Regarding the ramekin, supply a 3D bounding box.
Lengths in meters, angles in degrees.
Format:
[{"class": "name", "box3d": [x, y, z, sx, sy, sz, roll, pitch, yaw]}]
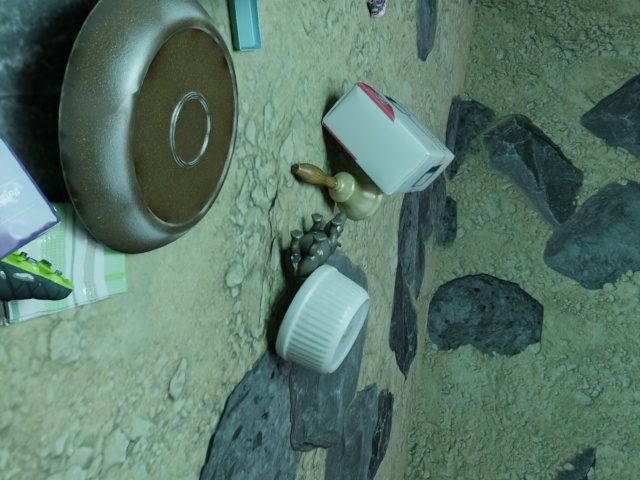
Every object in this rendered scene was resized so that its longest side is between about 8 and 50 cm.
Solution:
[{"class": "ramekin", "box3d": [0.013, 0.162, 0.979, 0.207, 0.109, 0.207, -53, 159, -30]}]

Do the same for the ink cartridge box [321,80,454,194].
[{"class": "ink cartridge box", "box3d": [0.168, -0.229, 1.158, 0.131, 0.226, 0.306, -47, 168, 24]}]

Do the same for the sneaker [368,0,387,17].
[{"class": "sneaker", "box3d": [0.148, -0.629, 1.268, 0.057, 0.047, 0.119, 39, 58, -49]}]

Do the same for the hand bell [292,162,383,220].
[{"class": "hand bell", "box3d": [0.021, -0.121, 1.052, 0.242, 0.126, 0.126, 11, 85, -54]}]

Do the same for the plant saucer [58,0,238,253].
[{"class": "plant saucer", "box3d": [-0.167, -0.130, 0.576, 0.310, 0.050, 0.310, 13, 90, -78]}]

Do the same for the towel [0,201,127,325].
[{"class": "towel", "box3d": [-0.257, 0.017, 0.513, 0.152, 0.023, 0.113, -12, 107, -66]}]

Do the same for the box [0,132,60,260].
[{"class": "box", "box3d": [-0.280, -0.052, 0.263, 0.153, 0.108, 0.207, -50, 126, -40]}]

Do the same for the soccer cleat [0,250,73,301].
[{"class": "soccer cleat", "box3d": [-0.289, 0.028, 0.389, 0.179, 0.060, 0.072, 28, 85, -48]}]

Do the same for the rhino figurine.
[{"class": "rhino figurine", "box3d": [0.000, 0.000, 1.029, 0.243, 0.073, 0.106, -40, 150, -59]}]

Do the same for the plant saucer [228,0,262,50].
[{"class": "plant saucer", "box3d": [-0.119, -0.385, 0.741, 0.067, 0.018, 0.191, -42, 132, -57]}]
